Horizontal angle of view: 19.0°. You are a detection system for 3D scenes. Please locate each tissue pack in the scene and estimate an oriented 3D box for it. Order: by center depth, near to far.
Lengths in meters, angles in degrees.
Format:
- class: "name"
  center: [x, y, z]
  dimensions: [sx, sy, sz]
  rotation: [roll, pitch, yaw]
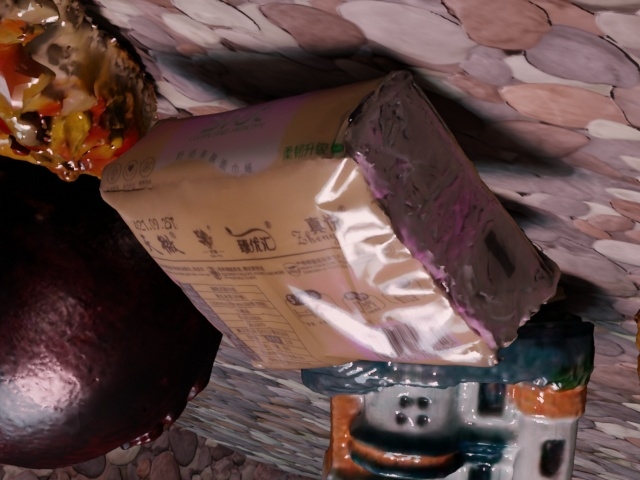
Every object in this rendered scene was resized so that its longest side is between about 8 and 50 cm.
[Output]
- class: "tissue pack"
  center: [0.000, 0.000, 1.303]
  dimensions: [0.257, 0.123, 0.215]
  rotation: [-9, 128, 44]

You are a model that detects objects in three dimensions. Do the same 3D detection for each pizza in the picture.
- class: "pizza"
  center: [-0.284, -0.143, 1.267]
  dimensions: [0.440, 0.130, 0.406]
  rotation: [23, 170, -17]

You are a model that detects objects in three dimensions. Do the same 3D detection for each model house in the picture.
- class: "model house"
  center: [0.104, 0.190, 1.654]
  dimensions: [0.253, 0.291, 0.184]
  rotation: [1, -168, -3]

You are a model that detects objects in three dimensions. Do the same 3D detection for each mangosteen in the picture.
- class: "mangosteen"
  center: [-0.240, 0.023, 1.617]
  dimensions: [0.347, 0.307, 0.307]
  rotation: [52, 160, -9]

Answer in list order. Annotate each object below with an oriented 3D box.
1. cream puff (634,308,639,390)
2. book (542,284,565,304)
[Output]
- class: "cream puff"
  center: [0.305, 0.076, 1.362]
  dimensions: [0.165, 0.115, 0.150]
  rotation: [26, 163, 13]
- class: "book"
  center: [0.091, 0.049, 1.592]
  dimensions: [0.138, 0.016, 0.199]
  rotation: [8, -168, 44]
